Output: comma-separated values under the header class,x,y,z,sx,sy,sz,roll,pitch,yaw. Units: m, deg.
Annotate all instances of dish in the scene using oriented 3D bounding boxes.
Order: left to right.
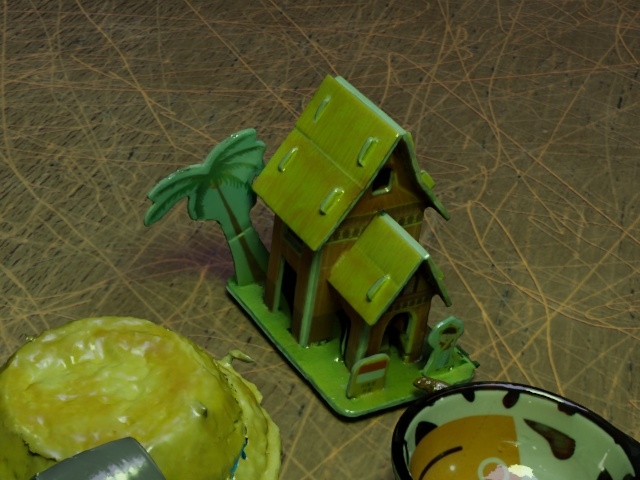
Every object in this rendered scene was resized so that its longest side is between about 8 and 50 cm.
class,x,y,z,sx,sy,sz,roll,pitch,yaw
dish,0.206,0.278,1.662,0.303,0.120,0.303,7,33,-4

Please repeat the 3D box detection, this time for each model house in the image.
class,x,y,z,sx,sy,sz,roll,pitch,yaw
model house,0.000,0.000,1.851,0.340,0.324,0.300,-12,38,-30

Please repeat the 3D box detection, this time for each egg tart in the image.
class,x,y,z,sx,sy,sz,roll,pitch,yaw
egg tart,-0.220,0.203,1.640,0.387,0.169,0.388,4,36,-3

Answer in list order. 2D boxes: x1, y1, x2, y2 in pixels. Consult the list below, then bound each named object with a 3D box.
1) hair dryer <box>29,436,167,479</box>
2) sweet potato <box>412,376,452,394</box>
class,x,y,z,sx,sy,sz,roll,pitch,yaw
hair dryer,-0.196,0.380,1.386,0.301,0.121,0.361,-38,67,-12
sweet potato,0.209,0.206,1.837,0.214,0.050,0.050,18,33,9
